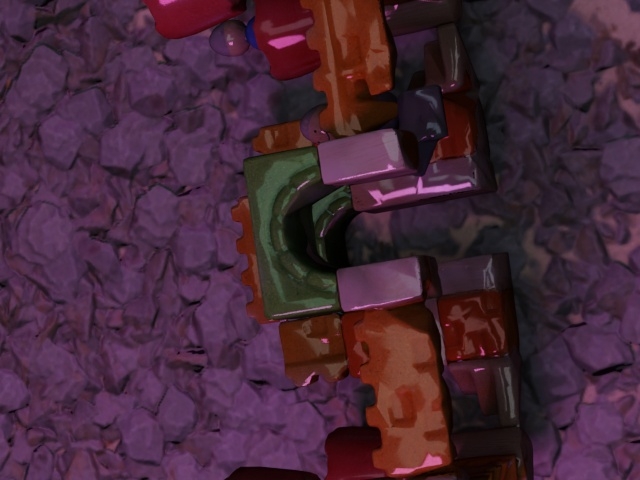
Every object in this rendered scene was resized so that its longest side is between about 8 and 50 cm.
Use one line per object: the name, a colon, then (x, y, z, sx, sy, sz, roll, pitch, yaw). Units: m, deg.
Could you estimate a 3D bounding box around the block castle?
block castle: (0.000, 0.000, 0.993, 0.213, 0.303, 0.453, -10, 86, 18)
